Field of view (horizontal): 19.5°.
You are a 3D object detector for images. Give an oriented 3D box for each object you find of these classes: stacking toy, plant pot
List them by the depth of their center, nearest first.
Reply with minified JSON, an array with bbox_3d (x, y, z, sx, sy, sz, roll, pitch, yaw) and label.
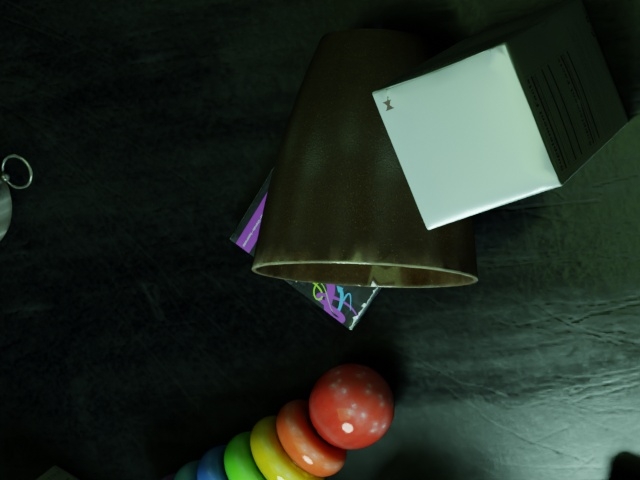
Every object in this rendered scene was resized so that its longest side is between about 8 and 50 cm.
[{"bbox_3d":[0.047,-0.079,1.786,0.215,0.215,0.230,-1,82,24],"label":"plant pot"},{"bbox_3d":[-0.056,0.240,1.975,0.330,0.141,0.141,-42,87,22],"label":"stacking toy"}]

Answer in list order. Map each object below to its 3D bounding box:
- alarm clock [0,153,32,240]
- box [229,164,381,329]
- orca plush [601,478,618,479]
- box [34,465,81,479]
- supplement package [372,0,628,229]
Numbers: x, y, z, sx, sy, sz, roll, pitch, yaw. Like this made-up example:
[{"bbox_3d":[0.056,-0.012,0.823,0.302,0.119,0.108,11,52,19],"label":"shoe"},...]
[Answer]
[{"bbox_3d":[-0.389,-0.048,2.054,0.192,0.064,0.129,-22,96,30],"label":"alarm clock"},{"bbox_3d":[0.000,0.000,1.922,0.162,0.029,0.116,38,116,10],"label":"box"},{"bbox_3d":[0.383,0.346,1.844,0.287,0.102,0.151,26,79,18],"label":"orca plush"},{"bbox_3d":[-0.259,0.389,2.102,0.232,0.127,0.148,30,115,13],"label":"box"},{"bbox_3d":[0.168,-0.119,1.689,0.139,0.244,0.133,-19,98,28],"label":"supplement package"}]
